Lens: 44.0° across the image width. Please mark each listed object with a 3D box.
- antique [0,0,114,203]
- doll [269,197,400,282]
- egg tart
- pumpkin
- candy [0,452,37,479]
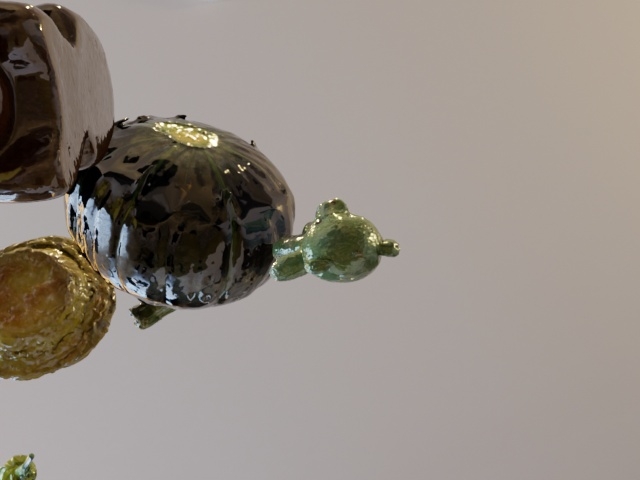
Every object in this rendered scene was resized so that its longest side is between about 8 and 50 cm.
[{"bbox_3d":[-0.226,-0.097,0.530,0.143,0.257,0.121,-3,-75,-7],"label":"antique"},{"bbox_3d":[0.000,0.000,0.764,0.115,0.150,0.077,-19,-80,-25],"label":"doll"},{"bbox_3d":[-0.523,0.108,1.426,0.294,0.123,0.294,0,-113,-1],"label":"egg tart"},{"bbox_3d":[-0.180,-0.014,1.041,0.296,0.296,0.296,-1,-69,-3],"label":"pumpkin"},{"bbox_3d":[-0.453,0.345,1.205,0.058,0.062,0.194,14,-29,-21],"label":"candy"}]
